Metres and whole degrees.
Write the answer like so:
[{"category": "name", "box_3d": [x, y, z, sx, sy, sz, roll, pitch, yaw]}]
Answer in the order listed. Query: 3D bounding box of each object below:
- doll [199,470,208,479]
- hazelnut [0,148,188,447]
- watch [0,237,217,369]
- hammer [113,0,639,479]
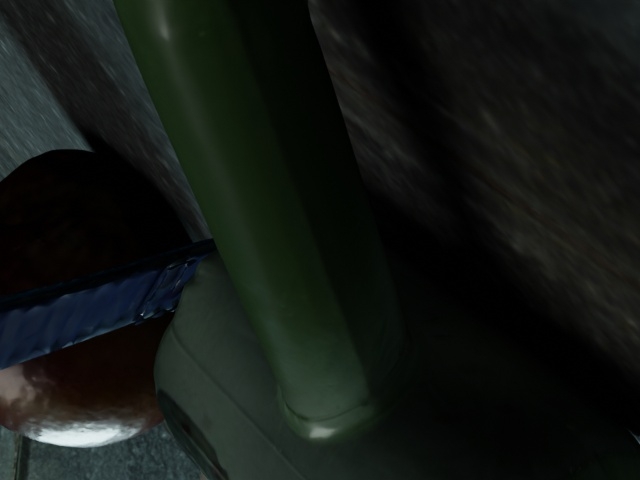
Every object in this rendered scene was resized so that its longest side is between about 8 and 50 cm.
[{"category": "doll", "box_3d": [-0.009, 0.128, 0.903, 0.138, 0.119, 0.293, 62, 175, 7]}, {"category": "hazelnut", "box_3d": [-0.165, 0.032, 1.049, 0.178, 0.178, 0.204, 63, -167, -46]}, {"category": "watch", "box_3d": [-0.046, 0.112, 0.667, 0.276, 0.274, 0.068, 42, 124, 28]}, {"category": "hammer", "box_3d": [0.000, 0.000, 0.499, 0.206, 0.119, 0.335, 38, 157, 42]}]
